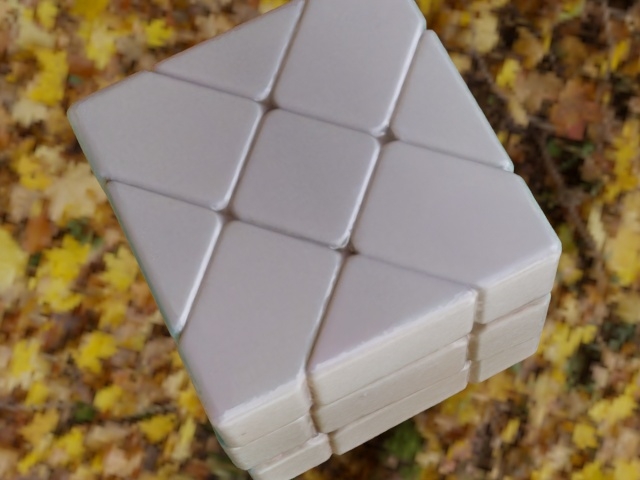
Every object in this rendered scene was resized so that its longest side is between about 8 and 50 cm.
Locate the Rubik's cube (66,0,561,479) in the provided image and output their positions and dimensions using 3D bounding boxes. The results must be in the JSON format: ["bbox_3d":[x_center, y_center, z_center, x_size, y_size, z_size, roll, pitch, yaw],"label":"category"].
[{"bbox_3d":[0.000,0.000,1.245,0.321,0.319,0.316,62,-6,19],"label":"Rubik's cube"}]
